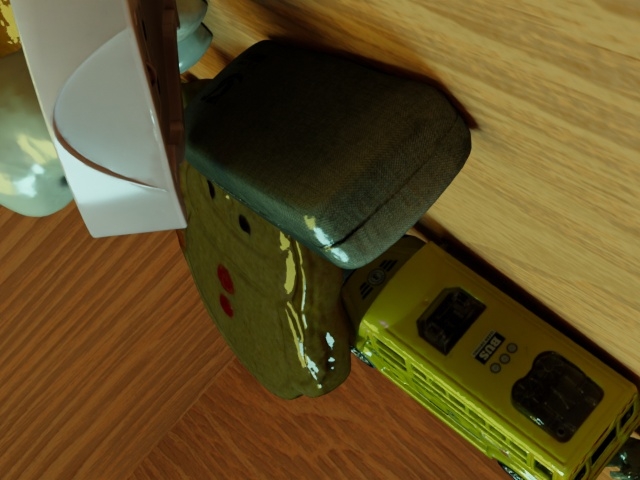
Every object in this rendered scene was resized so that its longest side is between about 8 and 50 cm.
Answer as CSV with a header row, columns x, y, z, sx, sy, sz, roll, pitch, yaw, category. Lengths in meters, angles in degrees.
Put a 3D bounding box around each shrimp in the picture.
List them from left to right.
x,y,z,sx,sy,sz,roll,pitch,yaw,category
0.301,0.232,1.146,0.173,0.058,0.253,15,-173,7,shrimp

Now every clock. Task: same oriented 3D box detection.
x,y,z,sx,sy,sz,roll,pitch,yaw,category
-0.162,-0.191,0.798,0.290,0.080,0.275,83,179,-45,clock

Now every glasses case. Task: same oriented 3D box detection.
x,y,z,sx,sy,sz,roll,pitch,yaw,category
-0.015,-0.077,0.833,0.074,0.131,0.323,49,172,-28,glasses case

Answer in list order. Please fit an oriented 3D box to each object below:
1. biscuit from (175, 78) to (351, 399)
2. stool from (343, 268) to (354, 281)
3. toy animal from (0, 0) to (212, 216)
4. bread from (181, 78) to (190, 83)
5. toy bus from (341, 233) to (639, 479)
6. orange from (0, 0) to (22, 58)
x,y,z,sx,sy,sz,roll,pitch,yaw,category
-0.077,-0.013,1.182,0.359,0.074,0.381,45,148,37,biscuit
0.004,0.003,1.337,0.228,0.139,0.153,46,175,-19,stool
-0.284,-0.144,1.084,0.241,0.367,0.196,30,177,3,toy animal
-0.159,-0.127,1.603,0.186,0.124,0.257,46,180,41,bread
0.152,0.109,1.102,0.331,0.145,0.151,36,170,26,toy bus
-0.366,-0.339,1.539,0.274,0.274,0.310,41,-154,6,orange
